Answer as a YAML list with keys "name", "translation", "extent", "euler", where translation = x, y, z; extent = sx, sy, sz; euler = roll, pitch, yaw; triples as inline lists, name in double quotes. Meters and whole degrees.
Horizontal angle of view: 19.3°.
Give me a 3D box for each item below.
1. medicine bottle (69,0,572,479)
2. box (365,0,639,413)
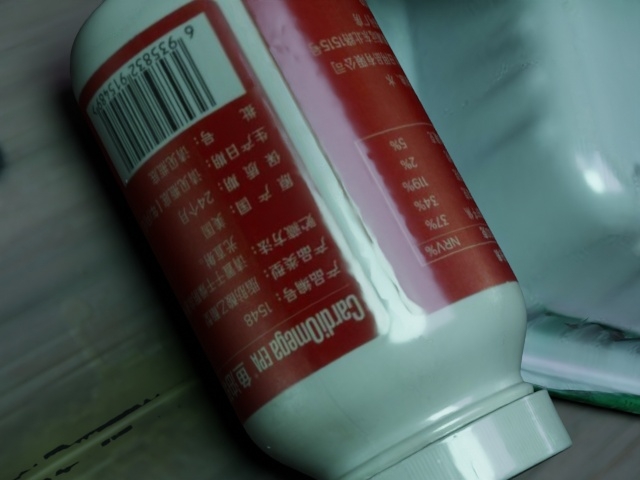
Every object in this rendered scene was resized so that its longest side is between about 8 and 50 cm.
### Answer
- name: "medicine bottle"
  translation: [0.000, 0.000, 0.791]
  extent: [0.131, 0.131, 0.250]
  euler: [-19, 77, -44]
- name: "box"
  translation: [0.152, -0.080, 0.984]
  extent: [0.264, 0.106, 0.336]
  euler: [14, 57, -33]
